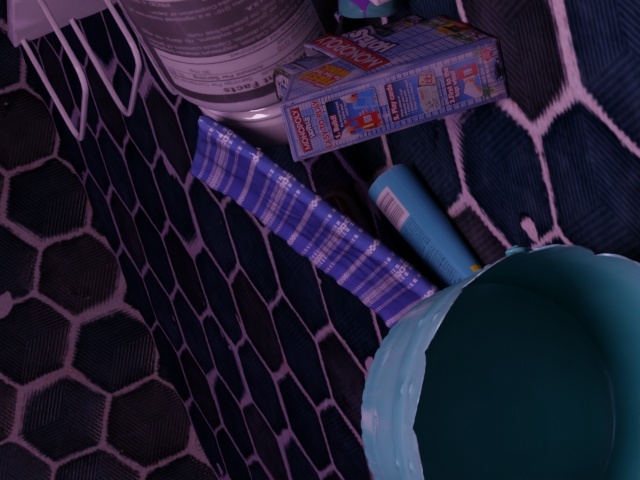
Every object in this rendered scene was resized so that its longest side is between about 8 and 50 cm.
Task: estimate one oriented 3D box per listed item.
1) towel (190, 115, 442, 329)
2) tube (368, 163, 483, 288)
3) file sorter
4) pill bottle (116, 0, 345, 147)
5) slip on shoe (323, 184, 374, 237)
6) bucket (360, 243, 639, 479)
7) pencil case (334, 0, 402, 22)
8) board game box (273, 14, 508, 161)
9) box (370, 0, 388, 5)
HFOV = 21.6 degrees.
[{"bbox_3d":[0.000,0.000,1.765,0.336,0.040,0.243,37,170,0],"label":"towel"},{"bbox_3d":[0.126,0.015,1.696,0.207,0.052,0.080,54,168,21],"label":"tube"},{"bbox_3d":[-0.194,-0.264,1.917,0.173,0.278,0.193,59,161,12],"label":"file sorter"},{"bbox_3d":[-0.094,-0.254,1.627,0.204,0.204,0.361,56,177,32],"label":"pill bottle"},{"bbox_3d":[0.041,-0.001,1.942,0.135,0.051,0.041,63,-156,-15],"label":"slip on shoe"},{"bbox_3d":[0.173,0.144,1.358,0.281,0.281,0.183,68,164,-2],"label":"bucket"},{"bbox_3d":[0.033,-0.281,1.563,0.070,0.064,0.151,-128,22,-59],"label":"pencil case"},{"bbox_3d":[0.035,-0.145,1.511,0.194,0.194,0.060,37,146,57],"label":"board game box"},{"bbox_3d":[0.043,-0.321,1.391,0.181,0.119,0.182,46,153,50],"label":"box"}]
